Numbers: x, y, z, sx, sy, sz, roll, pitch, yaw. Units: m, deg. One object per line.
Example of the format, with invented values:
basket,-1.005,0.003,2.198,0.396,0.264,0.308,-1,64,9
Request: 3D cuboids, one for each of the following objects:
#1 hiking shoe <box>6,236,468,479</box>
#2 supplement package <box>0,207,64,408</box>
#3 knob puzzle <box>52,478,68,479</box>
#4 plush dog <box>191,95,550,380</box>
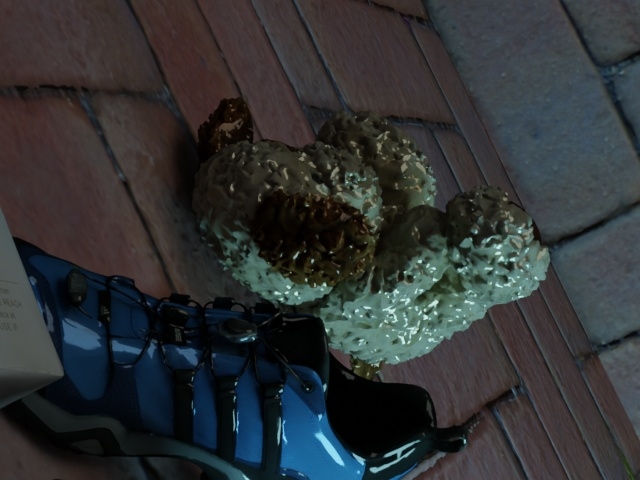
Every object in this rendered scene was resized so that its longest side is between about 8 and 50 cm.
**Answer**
hiking shoe,-0.062,0.064,0.957,0.304,0.132,0.113,33,30,-38
supplement package,-0.242,-0.054,0.565,0.293,0.177,0.175,67,18,12
knob puzzle,-0.058,0.163,0.857,0.213,0.213,0.030,34,77,-58
plush dog,0.000,0.000,1.281,0.225,0.210,0.262,31,5,-36
